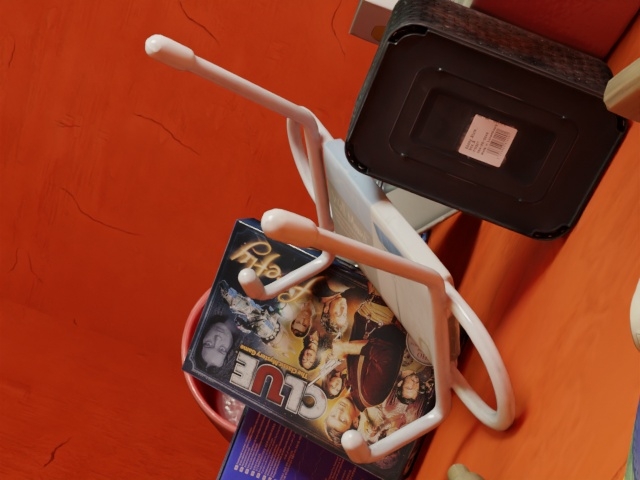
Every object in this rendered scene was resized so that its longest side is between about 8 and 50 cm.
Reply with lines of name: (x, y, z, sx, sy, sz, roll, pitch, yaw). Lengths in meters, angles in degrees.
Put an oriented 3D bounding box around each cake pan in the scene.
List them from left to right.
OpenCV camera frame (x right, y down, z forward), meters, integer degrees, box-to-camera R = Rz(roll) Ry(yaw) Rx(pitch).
cake pan: (0.036, 0.001, 1.138, 0.293, 0.054, 0.293, -29, -1, 0)

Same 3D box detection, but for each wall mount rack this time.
wall mount rack: (0.000, 0.000, 0.768, 0.350, 0.130, 0.304, 54, 164, 40)

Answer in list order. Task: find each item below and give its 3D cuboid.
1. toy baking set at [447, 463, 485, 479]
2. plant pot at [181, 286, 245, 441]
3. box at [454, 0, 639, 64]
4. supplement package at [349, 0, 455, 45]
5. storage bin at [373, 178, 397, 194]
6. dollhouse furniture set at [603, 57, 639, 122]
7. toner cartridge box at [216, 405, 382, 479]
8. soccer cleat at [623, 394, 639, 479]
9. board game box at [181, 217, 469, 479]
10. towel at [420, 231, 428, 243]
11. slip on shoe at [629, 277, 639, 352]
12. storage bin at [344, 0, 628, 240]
toy baking set: (0.079, 0.255, 0.663, 0.256, 0.030, 0.196, -161, 89, -87)
plant pot: (-0.080, 0.215, 1.621, 0.243, 0.275, 0.275, 99, -171, -62)
box: (0.207, -0.254, 0.822, 0.232, 0.127, 0.148, 115, 174, -53)
supplement package: (0.168, -0.348, 1.356, 0.262, 0.199, 0.198, -134, 64, -87)
storage bin: (0.141, -0.096, 1.319, 0.091, 0.098, 0.135, -9, 56, 54)
dollhouse furniture set: (0.081, -0.245, 0.490, 0.362, 0.394, 0.256, 129, 161, -79)
toner cartridge box: (-0.028, 0.265, 1.106, 0.075, 0.165, 0.347, -90, 22, -84)
soccer cleat: (0.127, 0.133, 0.343, 0.121, 0.093, 0.289, -3, -68, -60)
board game box: (0.002, 0.101, 0.979, 0.042, 0.243, 0.165, -7, -60, -68)
towel: (0.091, 0.070, 1.439, 0.336, 0.040, 0.243, -73, 5, -48)
slip on shoe: (0.181, -0.003, 0.485, 0.041, 0.051, 0.135, -6, 44, 41)
storage bin: (0.120, -0.092, 0.766, 0.084, 0.180, 0.122, -74, 6, -60)
